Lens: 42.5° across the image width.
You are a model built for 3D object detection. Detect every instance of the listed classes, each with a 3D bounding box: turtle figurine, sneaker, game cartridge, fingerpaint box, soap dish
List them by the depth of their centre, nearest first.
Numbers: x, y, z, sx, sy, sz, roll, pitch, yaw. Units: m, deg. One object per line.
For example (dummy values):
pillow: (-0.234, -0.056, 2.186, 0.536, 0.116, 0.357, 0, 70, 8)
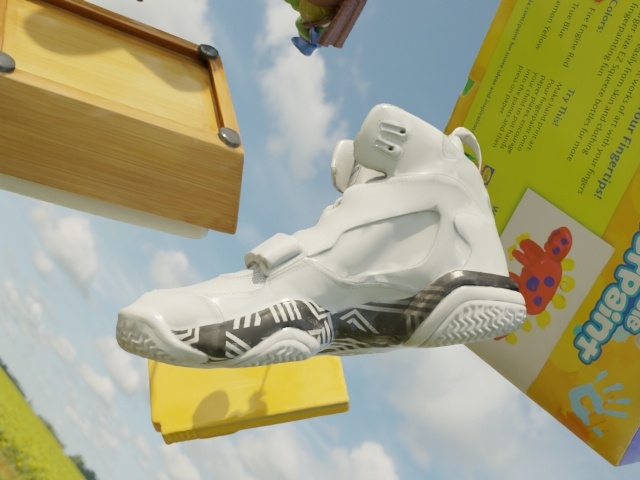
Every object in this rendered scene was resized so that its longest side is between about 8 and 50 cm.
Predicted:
sneaker: (0.000, 0.000, 0.734, 0.137, 0.366, 0.210, 147, -62, -72)
soap dish: (-0.215, -0.135, 0.798, 0.118, 0.291, 0.229, -55, -146, 32)
fingerpaint box: (0.311, -0.057, 0.883, 0.371, 0.163, 0.445, 39, -65, 43)
turtle figurine: (0.007, -0.435, 1.185, 0.198, 0.275, 0.266, 25, -32, -4)
game cartridge: (-0.132, 0.190, 1.412, 0.052, 0.323, 0.285, 83, -4, -52)
